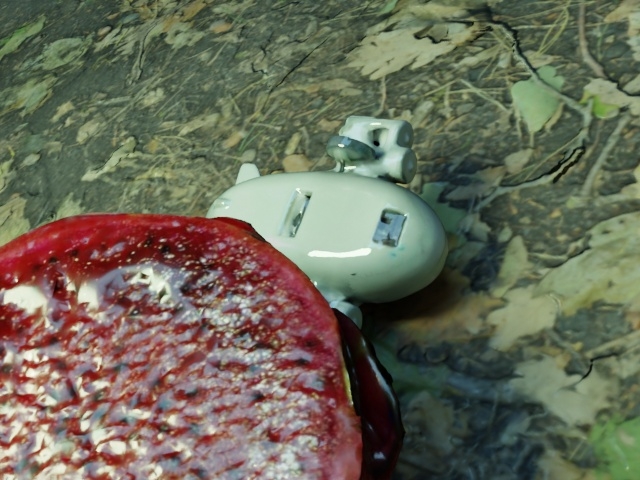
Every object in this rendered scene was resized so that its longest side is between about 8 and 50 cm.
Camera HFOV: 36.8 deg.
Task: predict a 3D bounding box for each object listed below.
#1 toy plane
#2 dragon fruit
[{"bbox_3d":[-0.003,-0.002,0.878,0.267,0.122,0.267,-17,55,27],"label":"toy plane"},{"bbox_3d":[-0.137,0.179,0.663,0.371,0.249,0.386,18,59,25],"label":"dragon fruit"}]
